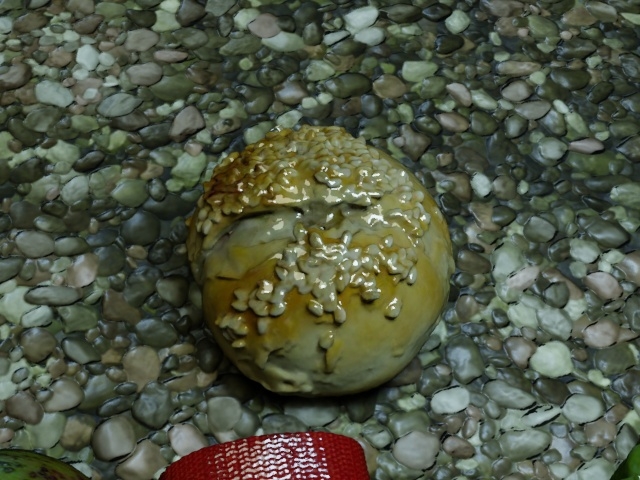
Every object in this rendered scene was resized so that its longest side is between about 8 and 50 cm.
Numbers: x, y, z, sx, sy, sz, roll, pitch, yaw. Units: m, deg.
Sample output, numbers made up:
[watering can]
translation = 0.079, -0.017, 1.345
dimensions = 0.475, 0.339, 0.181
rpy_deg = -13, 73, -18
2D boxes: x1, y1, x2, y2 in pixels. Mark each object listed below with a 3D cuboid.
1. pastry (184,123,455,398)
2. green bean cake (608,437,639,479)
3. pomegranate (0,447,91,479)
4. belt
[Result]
[pastry]
translation = 0.000, 0.000, 1.294
dimensions = 0.285, 0.184, 0.315
rpy_deg = -2, 52, -3
[green bean cake]
translation = 0.350, 0.344, 1.030
dimensions = 0.335, 0.218, 0.319
rpy_deg = 37, 53, 17
[pomegranate]
translation = -0.269, 0.346, 1.008
dimensions = 0.285, 0.285, 0.340
rpy_deg = -12, 86, -9
[belt]
translation = -0.048, 0.258, 1.131
dimensions = 0.201, 0.128, 0.124
rpy_deg = -7, 52, -7
